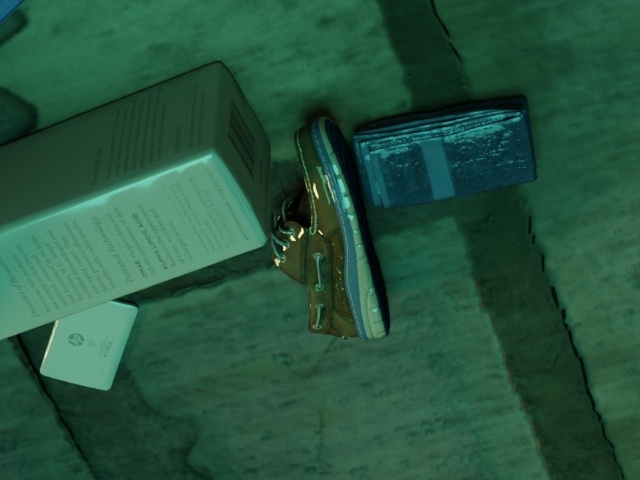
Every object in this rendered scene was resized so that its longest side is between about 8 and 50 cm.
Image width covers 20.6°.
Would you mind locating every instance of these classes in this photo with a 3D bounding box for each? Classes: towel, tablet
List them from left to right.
[{"bbox_3d":[-0.169,0.073,1.281,0.054,0.006,0.083,15,123,-11],"label":"tablet"},{"bbox_3d":[0.085,-0.056,1.180,0.119,0.029,0.067,-11,126,6],"label":"towel"}]

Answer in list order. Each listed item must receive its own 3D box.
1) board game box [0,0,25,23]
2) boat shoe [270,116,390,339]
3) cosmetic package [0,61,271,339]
[{"bbox_3d":[-0.217,-0.216,1.046,0.210,0.047,0.160,-37,118,25],"label":"board game box"},{"bbox_3d":[0.000,0.000,1.196,0.066,0.066,0.183,-10,125,7],"label":"boat shoe"},{"bbox_3d":[-0.152,-0.020,1.148,0.231,0.117,0.085,-20,122,14],"label":"cosmetic package"}]
